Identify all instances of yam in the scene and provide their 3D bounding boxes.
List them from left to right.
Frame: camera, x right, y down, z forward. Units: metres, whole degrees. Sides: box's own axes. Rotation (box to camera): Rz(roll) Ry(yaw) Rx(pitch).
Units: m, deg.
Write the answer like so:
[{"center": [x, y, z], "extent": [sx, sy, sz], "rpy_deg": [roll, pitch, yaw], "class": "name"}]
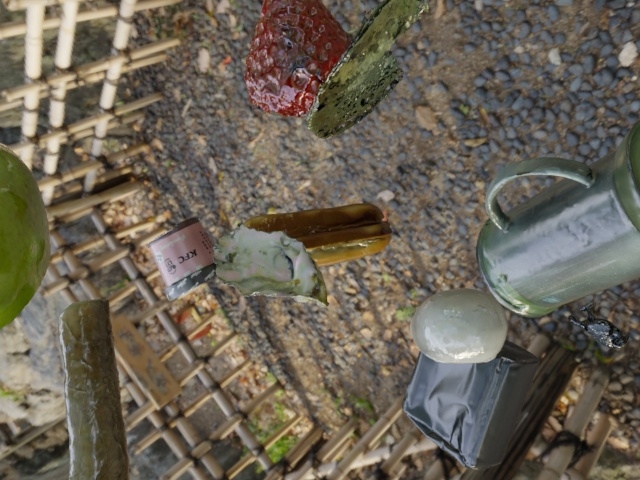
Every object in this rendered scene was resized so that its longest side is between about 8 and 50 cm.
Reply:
[{"center": [-0.285, 0.244, 0.783], "extent": [0.081, 0.081, 0.356], "rpy_deg": [-42, 55, 48], "class": "yam"}]

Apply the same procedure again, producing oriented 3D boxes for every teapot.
[{"center": [0.360, -0.022, 0.894], "extent": [0.271, 0.200, 0.337], "rpy_deg": [28, 149, -14], "class": "teapot"}]

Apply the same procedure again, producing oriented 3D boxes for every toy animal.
[{"center": [0.542, 0.171, 1.208], "extent": [0.062, 0.220, 0.108], "rpy_deg": [-42, 60, 10], "class": "toy animal"}]

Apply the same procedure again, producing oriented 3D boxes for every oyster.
[{"center": [-0.080, 0.043, 1.029], "extent": [0.209, 0.132, 0.072], "rpy_deg": [2, 151, 15], "class": "oyster"}]

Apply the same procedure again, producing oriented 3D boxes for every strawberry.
[{"center": [-0.037, -0.371, 1.241], "extent": [0.254, 0.150, 0.280], "rpy_deg": [21, 106, 13], "class": "strawberry"}]

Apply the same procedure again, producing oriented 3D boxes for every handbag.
[{"center": [0.357, 0.352, 1.499], "extent": [0.275, 0.178, 0.301], "rpy_deg": [32, 112, 54], "class": "handbag"}]

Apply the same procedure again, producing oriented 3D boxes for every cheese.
[{"center": [0.286, 0.173, 1.257], "extent": [0.198, 0.189, 0.154], "rpy_deg": [0, 88, 4], "class": "cheese"}]

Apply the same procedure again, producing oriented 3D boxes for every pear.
[{"center": [-0.440, -0.041, 0.737], "extent": [0.293, 0.292, 0.159], "rpy_deg": [29, 122, 29], "class": "pear"}]

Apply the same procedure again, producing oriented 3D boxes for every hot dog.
[{"center": [0.000, 0.000, 1.260], "extent": [0.135, 0.338, 0.100], "rpy_deg": [-120, 29, -41], "class": "hot dog"}]

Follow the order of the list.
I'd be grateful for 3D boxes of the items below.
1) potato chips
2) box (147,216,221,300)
[{"center": [0.063, -0.217, 0.791], "extent": [0.029, 0.202, 0.219], "rpy_deg": [47, 151, 16], "class": "potato chips"}, {"center": [-0.280, 0.034, 1.304], "extent": [0.151, 0.151, 0.135], "rpy_deg": [-25, 93, 48], "class": "box"}]
